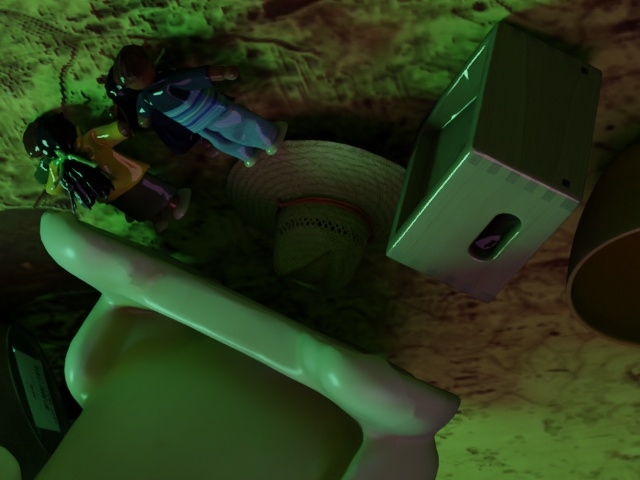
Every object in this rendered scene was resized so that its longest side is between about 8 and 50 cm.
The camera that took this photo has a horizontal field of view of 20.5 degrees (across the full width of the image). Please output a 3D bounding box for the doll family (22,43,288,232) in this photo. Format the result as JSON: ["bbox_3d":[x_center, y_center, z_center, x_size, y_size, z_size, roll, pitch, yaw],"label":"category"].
[{"bbox_3d":[-0.110,-0.065,1.063,0.111,0.076,0.193,34,127,-30],"label":"doll family"}]

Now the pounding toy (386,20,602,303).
[{"bbox_3d":[0.110,-0.038,1.057,0.100,0.130,0.141,25,138,-10],"label":"pounding toy"}]

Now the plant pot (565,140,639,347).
[{"bbox_3d":[0.217,-0.008,1.105,0.134,0.095,0.134,1,143,1],"label":"plant pot"}]

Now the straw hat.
[{"bbox_3d":[0.000,0.000,1.124,0.145,0.061,0.144,10,151,6],"label":"straw hat"}]

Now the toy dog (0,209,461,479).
[{"bbox_3d":[-0.111,0.229,1.166,0.285,0.408,0.395,25,177,14],"label":"toy dog"}]

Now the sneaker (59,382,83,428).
[{"bbox_3d":[-0.154,0.151,1.363,0.170,0.051,0.089,12,142,-7],"label":"sneaker"}]

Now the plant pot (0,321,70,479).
[{"bbox_3d":[-0.303,0.145,1.255,0.230,0.215,0.215,-20,140,5],"label":"plant pot"}]
